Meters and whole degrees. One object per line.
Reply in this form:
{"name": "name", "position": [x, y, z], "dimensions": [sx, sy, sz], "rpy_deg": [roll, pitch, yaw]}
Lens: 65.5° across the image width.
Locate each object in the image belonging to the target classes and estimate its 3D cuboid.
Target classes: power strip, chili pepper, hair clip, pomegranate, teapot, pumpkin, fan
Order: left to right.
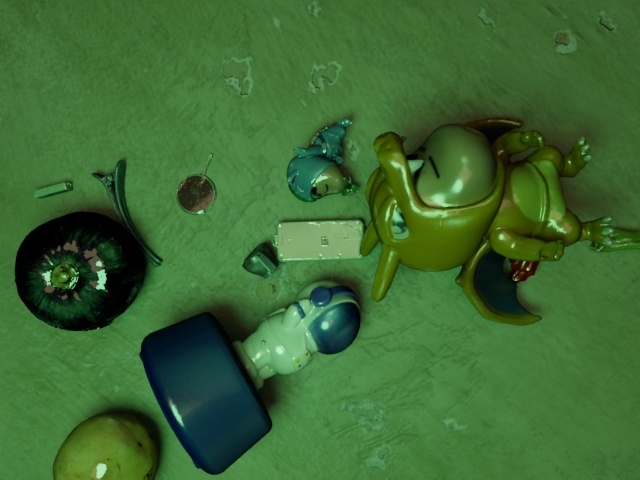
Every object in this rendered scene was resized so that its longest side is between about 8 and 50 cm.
{"name": "power strip", "position": [-0.554, -0.103, 1.028], "dimensions": [0.083, 0.027, 0.017], "rpy_deg": [-15, 88, 4]}
{"name": "pumpkin", "position": [-0.454, 0.057, 0.951], "dimensions": [0.232, 0.163, 0.233], "rpy_deg": [0, 92, 4]}
{"name": "pomegranate", "position": [-0.399, 0.417, 0.927], "dimensions": [0.191, 0.191, 0.192], "rpy_deg": [0, 88, 2]}
{"name": "hair clip", "position": [-0.389, -0.046, 1.019], "dimensions": [0.070, 0.039, 0.230], "rpy_deg": [-24, 92, 2]}
{"name": "fan", "position": [-0.248, -0.118, 1.026], "dimensions": [0.085, 0.005, 0.134], "rpy_deg": [20, 90, 4]}
{"name": "teapot", "position": [-0.112, 0.043, 0.977], "dimensions": [0.057, 0.088, 0.066], "rpy_deg": [43, 75, -10]}
{"name": "power strip", "position": [0.000, 0.000, 0.996], "dimensions": [0.191, 0.035, 0.082], "rpy_deg": [-2, 88, 2]}
{"name": "chili pepper", "position": [0.633, 0.011, 0.965], "dimensions": [0.201, 0.050, 0.052], "rpy_deg": [13, 52, 5]}

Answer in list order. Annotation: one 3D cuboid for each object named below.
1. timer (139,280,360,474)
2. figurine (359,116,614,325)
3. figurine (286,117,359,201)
{"name": "timer", "position": [-0.093, 0.201, 0.907], "dimensions": [0.383, 0.270, 0.271], "rpy_deg": [-29, 87, -12]}
{"name": "figurine", "position": [0.271, -0.033, 0.863], "dimensions": [0.386, 0.268, 0.401], "rpy_deg": [-4, 92, -6]}
{"name": "figurine", "position": [0.020, -0.148, 0.971], "dimensions": [0.144, 0.114, 0.178], "rpy_deg": [27, 81, 2]}
